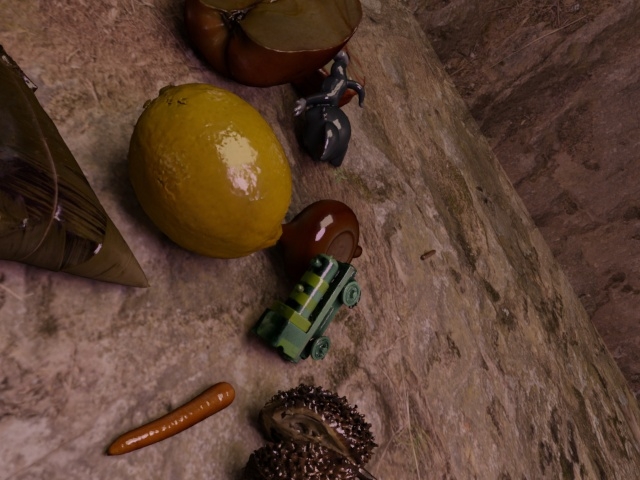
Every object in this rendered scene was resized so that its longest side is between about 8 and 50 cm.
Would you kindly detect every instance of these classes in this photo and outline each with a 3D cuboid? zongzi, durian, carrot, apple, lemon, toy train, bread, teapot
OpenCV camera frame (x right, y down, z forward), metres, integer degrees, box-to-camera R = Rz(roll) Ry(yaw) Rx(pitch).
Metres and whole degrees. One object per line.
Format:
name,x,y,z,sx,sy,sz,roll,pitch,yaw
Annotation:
zongzi,-0.347,-0.085,0.594,0.300,0.145,0.273,33,35,-57
durian,-0.006,0.303,0.667,0.196,0.167,0.196,5,58,-8
carrot,-0.187,0.234,0.616,0.190,0.037,0.037,-15,77,-52
apple,-0.110,-0.495,1.017,0.365,0.329,0.295,-51,134,-35
lemon,-0.166,-0.102,0.719,0.263,0.236,0.236,46,34,11
toy train,-0.013,0.111,0.806,0.200,0.083,0.132,-58,137,-14
bread,-0.006,-0.528,1.317,0.295,0.114,0.327,-8,71,-54
teapot,0.000,0.000,0.935,0.135,0.178,0.252,32,12,31

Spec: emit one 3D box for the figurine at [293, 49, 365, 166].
figurine,0.031,-0.313,1.152,0.140,0.265,0.193,27,0,9

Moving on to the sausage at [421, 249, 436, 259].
sausage,0.320,0.042,1.388,0.100,0.015,0.015,-18,80,-53
